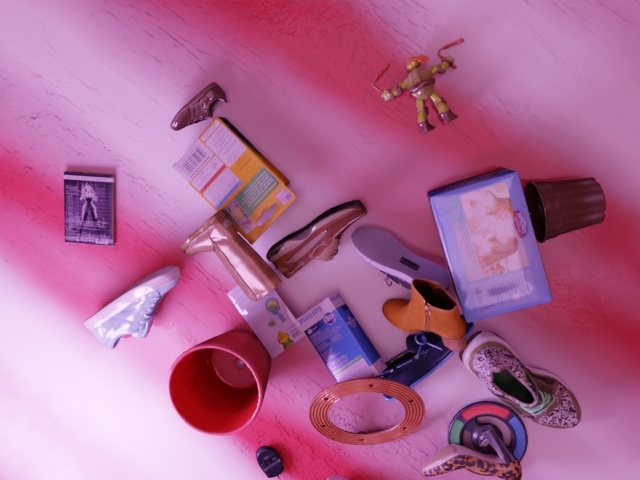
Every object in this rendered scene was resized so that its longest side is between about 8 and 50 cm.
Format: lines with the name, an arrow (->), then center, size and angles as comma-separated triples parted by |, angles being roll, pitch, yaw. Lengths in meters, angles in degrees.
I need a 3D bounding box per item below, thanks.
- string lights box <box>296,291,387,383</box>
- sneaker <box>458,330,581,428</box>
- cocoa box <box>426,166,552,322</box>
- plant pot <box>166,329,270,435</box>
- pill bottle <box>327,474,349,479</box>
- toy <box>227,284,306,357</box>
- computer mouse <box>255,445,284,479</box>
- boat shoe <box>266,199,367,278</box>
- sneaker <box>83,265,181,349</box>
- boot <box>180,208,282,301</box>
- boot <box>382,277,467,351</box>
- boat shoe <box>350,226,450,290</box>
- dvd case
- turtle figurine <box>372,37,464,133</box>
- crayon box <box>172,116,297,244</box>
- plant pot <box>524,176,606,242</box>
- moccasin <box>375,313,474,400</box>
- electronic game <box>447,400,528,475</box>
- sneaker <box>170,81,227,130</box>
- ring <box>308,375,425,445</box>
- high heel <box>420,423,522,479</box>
string lights box -> 0.060, 0.295, 1.788 | 0.133, 0.076, 0.260 | -37, 80, 26
sneaker -> 0.560, 0.423, 1.695 | 0.410, 0.182, 0.158 | 34, 106, -13
cocoa box -> 0.440, 0.006, 1.645 | 0.231, 0.228, 0.347 | -16, 96, 11
plant pot -> -0.267, 0.389, 1.800 | 0.274, 0.243, 0.275 | 2, 100, 11
pill bottle -> 0.022, 0.845, 1.883 | 0.136, 0.136, 0.246 | 24, 101, 5
toy -> -0.154, 0.215, 1.853 | 0.136, 0.056, 0.237 | -37, 83, 17
computer mouse -> -0.126, 0.741, 1.946 | 0.071, 0.041, 0.242 | -31, 98, -5
boat shoe -> 0.000, 0.000, 1.777 | 0.324, 0.122, 0.120 | -31, 98, 20
sneaker -> -0.540, 0.209, 1.887 | 0.365, 0.135, 0.150 | -32, 100, 21
boot -> -0.266, 0.070, 1.799 | 0.270, 0.089, 0.236 | 52, 136, -4
boot -> 0.264, 0.169, 1.661 | 0.104, 0.295, 0.211 | -44, 134, -22
boat shoe -> 0.218, 0.070, 1.749 | 0.306, 0.105, 0.113 | 26, 59, 12
dvd case -> -0.712, -0.098, 1.914 | 0.164, 0.018, 0.222 | 5, 100, 9
turtle figurine -> 0.291, -0.414, 1.676 | 0.269, 0.087, 0.218 | -24, 94, 11
crayon box -> -0.239, -0.172, 1.797 | 0.323, 0.083, 0.203 | 45, 103, 1
plant pot -> 0.647, -0.090, 1.640 | 0.165, 0.167, 0.167 | -10, 97, 3
moccasin -> 0.281, 0.320, 1.766 | 0.342, 0.137, 0.117 | -44, 86, 11
electronic game -> 0.488, 0.580, 1.817 | 0.229, 0.048, 0.230 | 1, 99, 9
sneaker -> -0.352, -0.370, 1.792 | 0.188, 0.066, 0.071 | -41, 92, 13
ring -> 0.132, 0.491, 1.789 | 0.336, 0.032, 0.337 | -1, 131, -1
high heel -> 0.434, 0.665, 1.776 | 0.261, 0.093, 0.186 | -35, 92, 15
